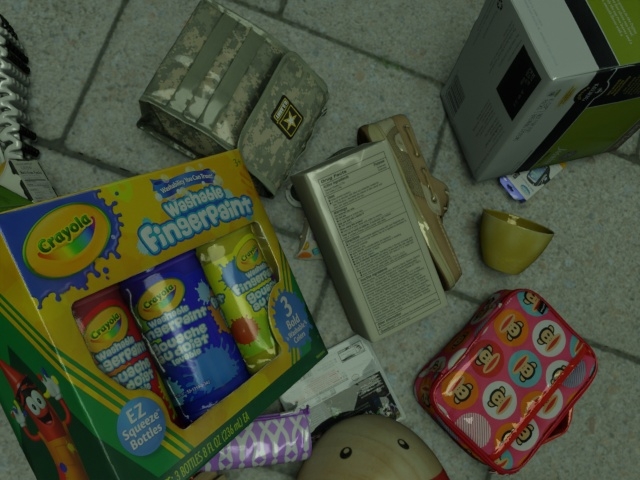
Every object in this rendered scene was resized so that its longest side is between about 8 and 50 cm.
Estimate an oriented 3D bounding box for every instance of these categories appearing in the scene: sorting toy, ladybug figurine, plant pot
[{"bbox_3d":[0.000,0.000,1.175,0.075,0.045,0.083,18,77,-26],"label":"sorting toy"},{"bbox_3d":[0.105,0.512,1.020,0.305,0.162,0.450,-10,86,-12],"label":"ladybug figurine"},{"bbox_3d":[0.353,0.008,1.195,0.134,0.134,0.095,15,105,-7],"label":"plant pot"}]

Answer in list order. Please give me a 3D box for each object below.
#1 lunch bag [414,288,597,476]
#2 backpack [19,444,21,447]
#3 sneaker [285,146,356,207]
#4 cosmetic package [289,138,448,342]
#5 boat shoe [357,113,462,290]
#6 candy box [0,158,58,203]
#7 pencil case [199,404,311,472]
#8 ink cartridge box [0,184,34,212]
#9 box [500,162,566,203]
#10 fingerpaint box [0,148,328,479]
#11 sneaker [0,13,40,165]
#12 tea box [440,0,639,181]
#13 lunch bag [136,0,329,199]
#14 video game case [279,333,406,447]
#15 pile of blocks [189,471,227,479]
[{"bbox_3d":[0.342,0.259,1.147,0.258,0.120,0.293,45,77,-4],"label":"lunch bag"},{"bbox_3d":[-0.325,0.216,0.985,0.253,0.191,0.225,9,76,-44],"label":"backpack"},{"bbox_3d":[0.014,-0.121,1.175,0.166,0.076,0.065,-38,88,-14],"label":"sneaker"},{"bbox_3d":[0.083,0.000,1.107,0.160,0.113,0.310,-24,100,-14],"label":"cosmetic package"},{"bbox_3d":[0.185,-0.076,1.173,0.110,0.121,0.341,-23,83,-12],"label":"boat shoe"},{"bbox_3d":[-0.479,0.007,1.037,0.159,0.071,0.233,-33,85,15],"label":"candy box"},{"bbox_3d":[-0.111,0.316,1.021,0.206,0.086,0.088,-3,110,-18],"label":"pencil case"},{"bbox_3d":[-0.585,-0.019,0.977,0.255,0.097,0.189,26,104,13],"label":"ink cartridge box"},{"bbox_3d":[0.414,-0.137,1.273,0.136,0.028,0.081,-39,88,-12],"label":"box"},{"bbox_3d":[-0.217,0.099,0.892,0.445,0.163,0.371,-29,96,-57],"label":"fingerpaint box"},{"bbox_3d":[-0.562,-0.251,1.091,0.118,0.110,0.292,-9,81,-2],"label":"sneaker"},{"bbox_3d":[0.435,-0.298,1.135,0.323,0.329,0.220,-12,70,-13],"label":"tea box"},{"bbox_3d":[-0.141,-0.239,1.128,0.287,0.169,0.235,30,73,-11],"label":"lunch bag"},{"bbox_3d":[0.032,0.280,1.133,0.190,0.022,0.173,-25,84,-14],"label":"video game case"},{"bbox_3d":[-0.306,0.448,0.978,0.362,0.149,0.113,-32,87,-13],"label":"pile of blocks"}]
